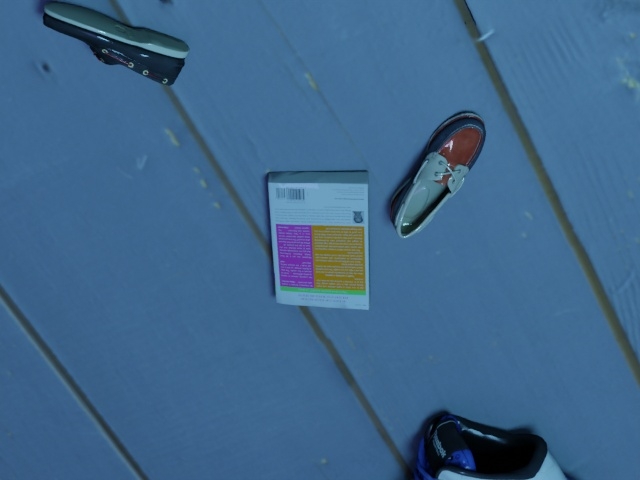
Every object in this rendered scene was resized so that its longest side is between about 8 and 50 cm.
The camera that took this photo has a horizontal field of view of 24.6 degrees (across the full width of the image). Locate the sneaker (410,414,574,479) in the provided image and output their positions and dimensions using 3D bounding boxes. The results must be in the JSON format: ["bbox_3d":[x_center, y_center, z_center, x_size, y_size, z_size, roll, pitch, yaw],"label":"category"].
[{"bbox_3d":[0.126,0.284,1.586,0.315,0.127,0.182,-24,119,8],"label":"sneaker"}]

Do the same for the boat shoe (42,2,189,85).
[{"bbox_3d":[-0.184,-0.173,1.293,0.133,0.049,0.042,18,116,-18],"label":"boat shoe"}]

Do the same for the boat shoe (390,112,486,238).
[{"bbox_3d":[0.111,-0.060,1.378,0.049,0.043,0.137,29,119,-17],"label":"boat shoe"}]

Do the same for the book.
[{"bbox_3d":[0.000,0.000,1.429,0.096,0.035,0.144,1,125,3],"label":"book"}]
